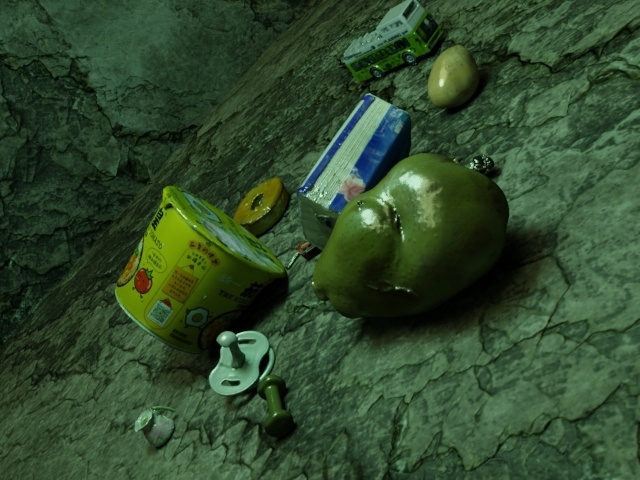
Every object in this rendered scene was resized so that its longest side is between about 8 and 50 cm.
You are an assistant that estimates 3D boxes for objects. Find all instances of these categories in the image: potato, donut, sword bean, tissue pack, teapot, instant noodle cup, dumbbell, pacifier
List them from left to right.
[{"bbox_3d":[-0.333,0.370,1.362,0.064,0.064,0.083,-7,44,52],"label":"teapot"},{"bbox_3d":[-0.276,0.073,1.468,0.254,0.325,0.325,-52,24,6],"label":"instant noodle cup"},{"bbox_3d":[-0.155,0.218,1.269,0.126,0.117,0.150,3,44,26],"label":"pacifier"},{"bbox_3d":[-0.151,-0.085,1.779,0.162,0.065,0.178,-8,42,45],"label":"donut"},{"bbox_3d":[-0.076,0.278,1.131,0.052,0.046,0.118,-46,25,11],"label":"dumbbell"},{"bbox_3d":[-0.052,0.032,1.508,0.083,0.012,0.012,-53,26,-13],"label":"sword bean"},{"bbox_3d":[0.075,-0.118,1.319,0.137,0.209,0.270,27,66,18],"label":"tissue pack"},{"bbox_3d":[0.128,0.009,1.050,0.351,0.218,0.202,-35,-13,29],"label":"potato"},{"bbox_3d":[0.287,-0.353,1.468,0.112,0.112,0.147,-8,51,52],"label":"potato"}]

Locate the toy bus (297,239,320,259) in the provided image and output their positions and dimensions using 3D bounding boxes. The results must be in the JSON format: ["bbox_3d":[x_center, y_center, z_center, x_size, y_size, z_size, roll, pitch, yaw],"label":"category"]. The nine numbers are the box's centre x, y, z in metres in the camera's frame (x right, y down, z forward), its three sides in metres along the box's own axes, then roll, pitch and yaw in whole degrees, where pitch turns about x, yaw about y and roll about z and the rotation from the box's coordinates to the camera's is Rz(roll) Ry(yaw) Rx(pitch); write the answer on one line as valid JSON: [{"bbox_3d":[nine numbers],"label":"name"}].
[{"bbox_3d":[0.000,0.000,1.454,0.110,0.031,0.043,-36,33,18],"label":"toy bus"}]

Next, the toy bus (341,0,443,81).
[{"bbox_3d":[0.187,-0.547,1.864,0.301,0.139,0.113,-10,40,54],"label":"toy bus"}]

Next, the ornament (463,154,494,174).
[{"bbox_3d":[0.223,-0.102,1.232,0.203,0.088,0.081,-23,7,17],"label":"ornament"}]
